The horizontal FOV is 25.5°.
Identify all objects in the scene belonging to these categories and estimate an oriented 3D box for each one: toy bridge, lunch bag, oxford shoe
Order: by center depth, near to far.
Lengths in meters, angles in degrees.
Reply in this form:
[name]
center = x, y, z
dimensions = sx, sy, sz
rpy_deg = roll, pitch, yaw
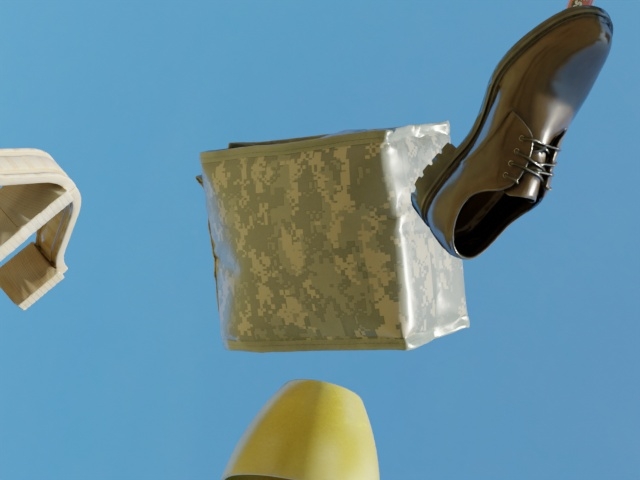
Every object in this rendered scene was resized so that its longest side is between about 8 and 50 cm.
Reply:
[toy bridge]
center = -0.149, -0.014, 0.681
dimensions = 0.063, 0.188, 0.026
rpy_deg = -40, -103, -9
[oxford shoe]
center = 0.163, -0.076, 1.094
dimensions = 0.227, 0.083, 0.096
rpy_deg = -59, -147, 27
[lunch bag]
center = 0.000, 0.000, 1.547
dimensions = 0.287, 0.169, 0.235
rpy_deg = -3, -84, 34

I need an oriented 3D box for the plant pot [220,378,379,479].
[plant pot]
center = -0.008, 0.173, 1.189
dimensions = 0.134, 0.134, 0.095
rpy_deg = -2, -118, 32

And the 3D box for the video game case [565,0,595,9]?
[video game case]
center = 0.266, -0.258, 1.380
dimensions = 0.025, 0.285, 0.204
rpy_deg = 22, -131, 7
